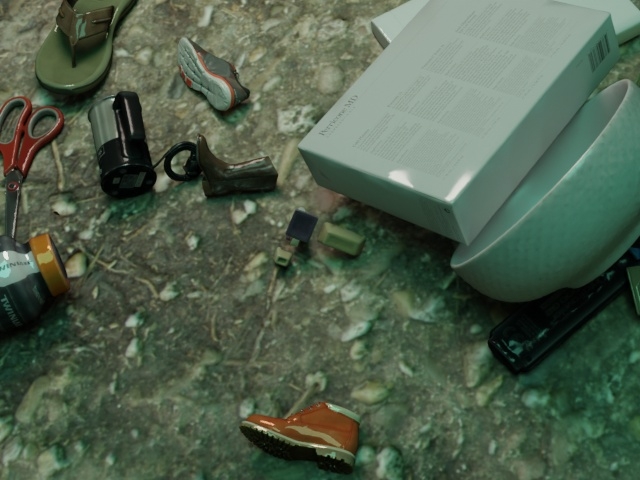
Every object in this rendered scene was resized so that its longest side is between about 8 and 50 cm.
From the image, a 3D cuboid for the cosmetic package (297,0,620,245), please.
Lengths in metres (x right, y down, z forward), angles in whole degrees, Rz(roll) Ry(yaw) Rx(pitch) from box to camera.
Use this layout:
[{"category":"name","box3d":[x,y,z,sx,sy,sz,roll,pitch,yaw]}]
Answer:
[{"category":"cosmetic package","box3d":[0.194,-0.194,1.720,0.284,0.097,0.377,26,65,38]}]

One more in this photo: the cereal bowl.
[{"category":"cereal bowl","box3d":[0.332,-0.043,1.605,0.141,0.339,0.339,42,69,-4]}]

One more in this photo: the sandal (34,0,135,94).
[{"category":"sandal","box3d":[-0.378,-0.360,1.973,0.120,0.086,0.302,11,62,12]}]

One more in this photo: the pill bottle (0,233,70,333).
[{"category":"pill bottle","box3d":[-0.477,0.073,1.710,0.246,0.130,0.130,-22,61,-7]}]

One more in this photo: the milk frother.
[{"category":"milk frother","box3d":[-0.261,-0.147,1.847,0.143,0.129,0.134,11,51,-39]}]

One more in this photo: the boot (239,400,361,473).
[{"category":"boot","box3d":[-0.024,0.245,1.614,0.158,0.059,0.084,15,59,4]}]

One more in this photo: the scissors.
[{"category":"scissors","box3d":[-0.474,-0.094,1.872,0.109,0.021,0.297,9,63,8]}]

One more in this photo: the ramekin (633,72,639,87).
[{"category":"ramekin","box3d":[0.595,-0.206,1.754,0.303,0.148,0.303,-2,60,4]}]

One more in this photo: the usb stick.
[{"category":"usb stick","box3d":[0.347,0.075,1.679,0.278,0.045,0.077,-38,71,-15]}]

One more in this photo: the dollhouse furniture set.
[{"category":"dollhouse furniture set","box3d":[0.000,0.000,1.776,0.114,0.091,0.081,20,20,-8]}]

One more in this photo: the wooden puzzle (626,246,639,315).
[{"category":"wooden puzzle","box3d":[0.450,0.066,1.667,0.079,0.014,0.116,1,75,-19]}]

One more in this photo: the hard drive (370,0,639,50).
[{"category":"hard drive","box3d":[0.289,-0.333,1.916,0.353,0.047,0.233,-28,61,-10]}]

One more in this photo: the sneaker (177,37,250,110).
[{"category":"sneaker","box3d":[-0.167,-0.261,1.924,0.065,0.061,0.158,-18,57,-36]}]

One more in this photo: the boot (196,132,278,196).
[{"category":"boot","box3d":[-0.121,-0.116,1.805,0.114,0.106,0.037,-6,34,6]}]
